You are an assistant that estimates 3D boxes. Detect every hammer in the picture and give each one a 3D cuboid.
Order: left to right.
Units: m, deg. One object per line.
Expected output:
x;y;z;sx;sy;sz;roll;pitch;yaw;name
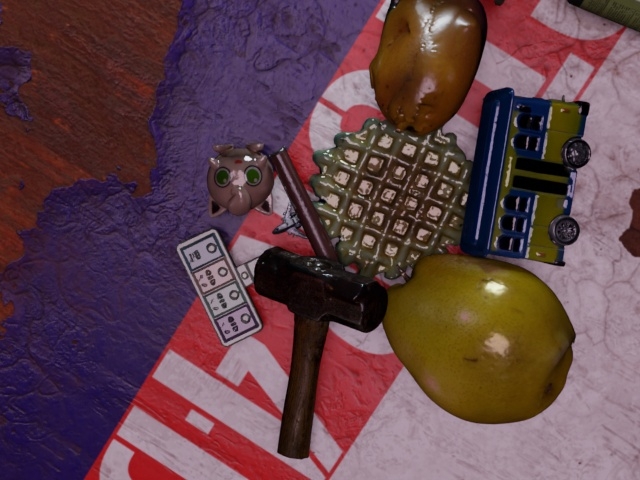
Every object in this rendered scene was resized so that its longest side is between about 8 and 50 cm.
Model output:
-0.027;0.227;1.620;0.242;0.095;0.408;20;112;30;hammer

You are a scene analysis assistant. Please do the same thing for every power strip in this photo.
-0.162;0.075;1.681;0.145;0.061;0.215;-25;93;0;power strip

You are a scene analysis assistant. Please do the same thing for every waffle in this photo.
0.135;-0.084;1.636;0.309;0.056;0.291;-25;92;9;waffle

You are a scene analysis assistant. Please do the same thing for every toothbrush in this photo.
-0.001;0.000;1.620;0.041;0.041;0.364;-25;96;6;toothbrush

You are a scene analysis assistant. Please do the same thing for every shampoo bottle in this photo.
0.576;-0.409;1.551;0.284;0.101;0.101;23;96;2;shampoo bottle

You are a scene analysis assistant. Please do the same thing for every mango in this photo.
0.186;-0.315;1.541;0.153;0.201;0.287;27;72;-28;mango

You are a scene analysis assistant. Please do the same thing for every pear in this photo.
0.266;0.165;1.537;0.336;0.285;0.285;16;96;0;pear

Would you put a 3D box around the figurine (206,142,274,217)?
-0.146;-0.110;1.627;0.125;0.125;0.138;0;93;5;figurine

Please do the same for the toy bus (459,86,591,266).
0.351;-0.107;1.541;0.175;0.138;0.287;8;93;-10;toy bus

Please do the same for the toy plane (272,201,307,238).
-0.054;-0.032;1.671;0.083;0.031;0.078;-25;77;4;toy plane

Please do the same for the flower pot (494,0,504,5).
0.250;-0.532;1.539;0.203;0.212;0.212;21;96;18;flower pot

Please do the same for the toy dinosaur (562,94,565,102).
0.436;-0.203;1.619;0.060;0.029;0.119;-6;94;17;toy dinosaur
